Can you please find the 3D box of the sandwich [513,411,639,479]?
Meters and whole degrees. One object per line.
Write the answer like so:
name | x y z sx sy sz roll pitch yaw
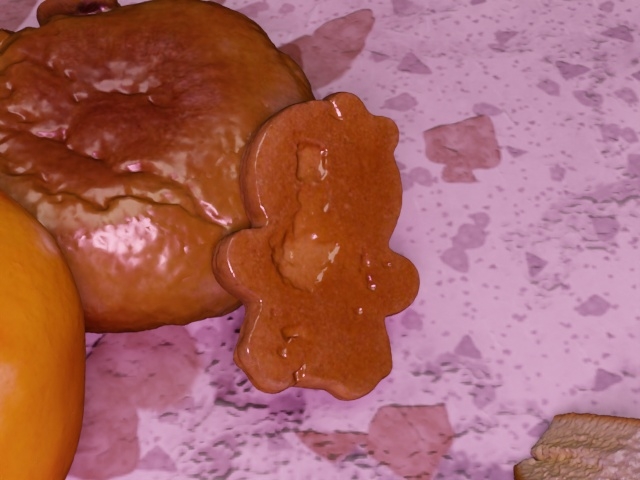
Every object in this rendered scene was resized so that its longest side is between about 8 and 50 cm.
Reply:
sandwich | 0.234 0.199 0.922 0.090 0.088 0.244 -37 57 -23

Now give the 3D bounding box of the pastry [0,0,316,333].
pastry | -0.164 -0.072 1.130 0.356 0.163 0.356 1 46 -2

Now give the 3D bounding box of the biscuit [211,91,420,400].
biscuit | -0.002 0.000 1.048 0.184 0.035 0.248 8 78 -32

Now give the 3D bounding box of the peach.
peach | -0.302 0.102 0.901 0.289 0.289 0.308 9 44 10
